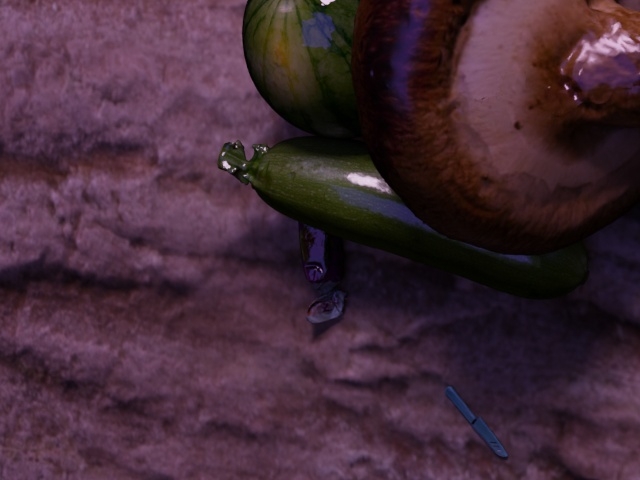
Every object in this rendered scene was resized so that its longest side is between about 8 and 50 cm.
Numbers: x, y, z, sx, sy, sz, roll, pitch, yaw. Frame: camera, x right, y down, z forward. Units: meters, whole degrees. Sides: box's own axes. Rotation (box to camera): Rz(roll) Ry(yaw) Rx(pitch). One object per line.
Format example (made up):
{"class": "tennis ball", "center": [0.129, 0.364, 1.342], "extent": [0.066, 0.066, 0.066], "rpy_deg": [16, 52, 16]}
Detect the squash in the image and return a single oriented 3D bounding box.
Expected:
{"class": "squash", "center": [0.077, -0.033, 1.302], "extent": [0.379, 0.101, 0.101], "rpy_deg": [18, 104, 17]}

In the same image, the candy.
{"class": "candy", "center": [0.000, 0.000, 1.389], "extent": [0.045, 0.043, 0.175], "rpy_deg": [-3, 95, 17]}

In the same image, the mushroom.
{"class": "mushroom", "center": [0.179, -0.157, 1.152], "extent": [0.345, 0.239, 0.345], "rpy_deg": [2, 79, -12]}

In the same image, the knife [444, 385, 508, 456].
{"class": "knife", "center": [0.157, 0.182, 1.354], "extent": [0.014, 0.005, 0.091], "rpy_deg": [-45, 77, 26]}

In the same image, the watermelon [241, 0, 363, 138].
{"class": "watermelon", "center": [0.023, -0.188, 1.285], "extent": [0.188, 0.215, 0.188], "rpy_deg": [-12, 61, 23]}
